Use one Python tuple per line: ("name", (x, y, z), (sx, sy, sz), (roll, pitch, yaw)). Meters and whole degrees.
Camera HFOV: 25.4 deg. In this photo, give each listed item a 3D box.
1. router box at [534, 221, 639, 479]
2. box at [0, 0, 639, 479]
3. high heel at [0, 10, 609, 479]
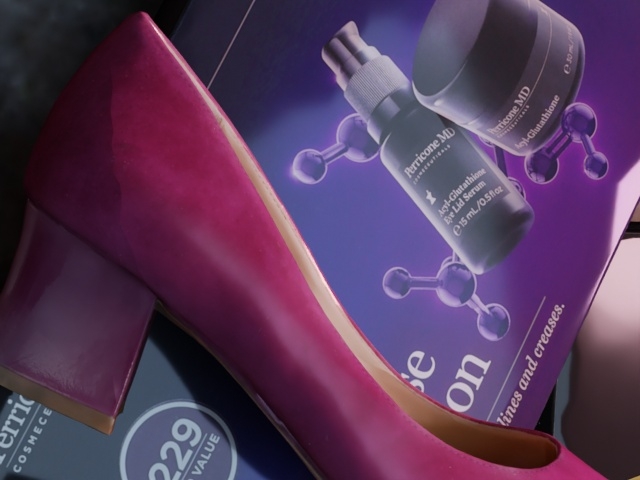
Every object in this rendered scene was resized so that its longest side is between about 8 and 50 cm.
("router box", (0.201, 0.113, 0.711), (0.308, 0.081, 0.243), (1, 95, -33))
("box", (0.000, 0.000, 0.528), (0.184, 0.103, 0.261), (28, 80, -13))
("high heel", (0.023, 0.028, 0.439), (0.244, 0.082, 0.117), (23, 92, -3))
